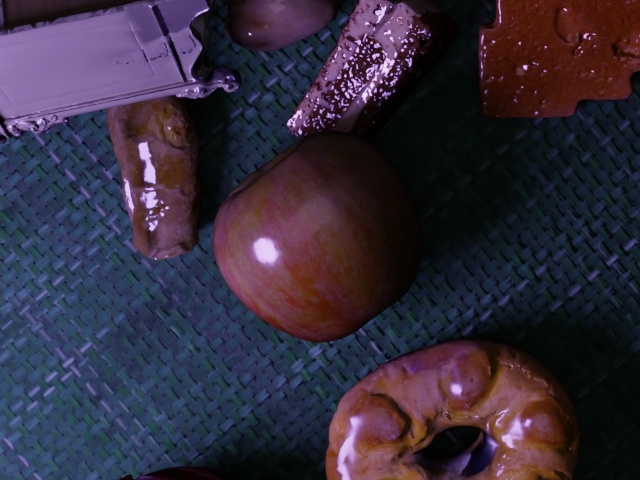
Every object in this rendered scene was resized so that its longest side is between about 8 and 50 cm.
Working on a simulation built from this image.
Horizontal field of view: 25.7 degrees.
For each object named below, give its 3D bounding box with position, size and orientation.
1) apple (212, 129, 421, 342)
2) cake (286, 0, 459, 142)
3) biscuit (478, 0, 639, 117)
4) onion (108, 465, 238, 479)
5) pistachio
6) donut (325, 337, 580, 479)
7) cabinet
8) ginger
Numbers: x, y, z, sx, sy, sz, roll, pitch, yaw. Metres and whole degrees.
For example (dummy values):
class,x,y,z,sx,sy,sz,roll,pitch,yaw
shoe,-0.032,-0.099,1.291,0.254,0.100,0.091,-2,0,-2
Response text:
class,x,y,z,sx,sy,sz,roll,pitch,yaw
apple,0.000,0.000,1.728,0.257,0.257,0.234,-32,98,5
cake,0.075,-0.219,1.812,0.112,0.135,0.246,40,125,11
biscuit,0.312,-0.267,1.762,0.284,0.043,0.306,42,113,-13
onion,-0.226,0.455,1.775,0.385,0.348,0.347,-4,95,39
pistachio,-0.051,-0.293,1.785,0.149,0.113,0.113,-8,94,-3
donut,0.170,0.264,1.790,0.317,0.150,0.299,18,95,3
cabinet,-0.284,-0.315,1.690,0.318,0.227,0.290,-12,66,3
ginger,-0.211,-0.110,1.803,0.116,0.109,0.263,-7,95,1
